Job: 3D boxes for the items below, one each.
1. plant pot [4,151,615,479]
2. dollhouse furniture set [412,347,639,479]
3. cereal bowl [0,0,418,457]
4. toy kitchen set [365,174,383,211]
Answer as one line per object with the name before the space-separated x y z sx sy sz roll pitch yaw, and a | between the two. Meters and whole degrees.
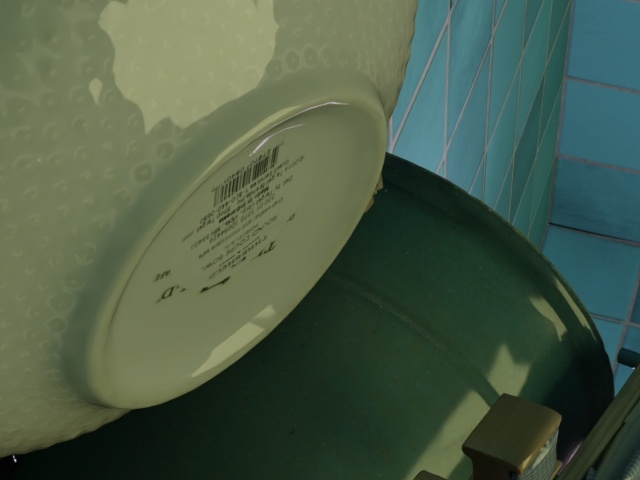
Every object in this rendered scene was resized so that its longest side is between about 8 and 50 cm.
plant pot | -0.042 0.170 0.851 0.334 0.341 0.341 -55 155 -36
dollhouse furniture set | 0.201 0.184 0.760 0.303 0.198 0.286 -44 142 -36
cereal bowl | -0.078 -0.034 0.577 0.339 0.141 0.339 -39 157 -20
toy kitchen set | 0.000 0.000 0.752 0.068 0.083 0.075 28 50 -52
